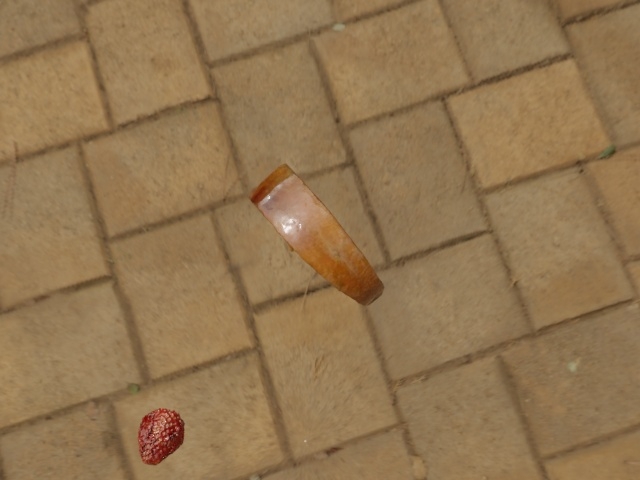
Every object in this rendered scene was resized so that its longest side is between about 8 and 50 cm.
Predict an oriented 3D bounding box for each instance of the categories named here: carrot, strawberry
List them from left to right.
[{"bbox_3d":[-0.278,0.341,1.429,0.083,0.083,0.096,10,58,1],"label":"strawberry"},{"bbox_3d":[0.000,0.000,1.534,0.100,0.258,0.307,-40,98,3],"label":"carrot"}]
